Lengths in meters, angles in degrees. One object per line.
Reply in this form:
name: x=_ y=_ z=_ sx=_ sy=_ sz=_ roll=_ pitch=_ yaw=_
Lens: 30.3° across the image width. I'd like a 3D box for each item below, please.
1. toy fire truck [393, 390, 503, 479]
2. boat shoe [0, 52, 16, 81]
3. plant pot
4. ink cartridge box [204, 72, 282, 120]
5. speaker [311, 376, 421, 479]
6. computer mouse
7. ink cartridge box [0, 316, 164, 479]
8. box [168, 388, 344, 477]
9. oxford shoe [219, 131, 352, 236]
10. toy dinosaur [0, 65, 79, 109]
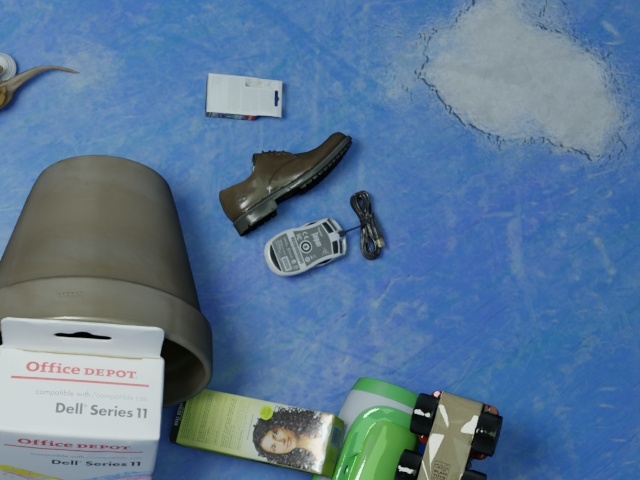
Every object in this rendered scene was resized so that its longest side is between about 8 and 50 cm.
toy fire truck: x=0.200 y=0.334 z=1.666 sx=0.158 sy=0.246 sz=0.217 roll=15 pitch=83 yaw=14
boat shoe: x=-0.533 y=-0.237 z=1.708 sx=0.184 sy=0.063 sz=0.066 roll=-11 pitch=81 yaw=-13
plant pot: x=-0.303 y=0.049 z=1.591 sx=0.323 sy=0.323 sz=0.280 roll=4 pitch=62 yaw=-10
ink cartridge box: x=-0.117 y=-0.217 z=1.804 sx=0.115 sy=0.029 sz=0.063 roll=4 pitch=77 yaw=-11
speaker: x=0.055 y=0.350 z=1.670 sx=0.131 sy=0.131 sz=0.296 roll=23 pitch=75 yaw=-6
computer mouse: x=0.000 y=0.000 z=1.777 sx=0.193 sy=0.042 sz=0.106 roll=-18 pitch=87 yaw=-20
ink cartridge box: x=-0.309 y=0.237 z=1.496 sx=0.207 sy=0.353 sz=0.119 roll=5 pitch=55 yaw=-10
box: x=-0.090 y=0.264 z=1.643 sx=0.232 sy=0.058 sz=0.087 roll=7 pitch=75 yaw=20
oxford shoe: x=-0.053 y=-0.108 z=1.767 sx=0.227 sy=0.083 sz=0.096 roll=-34 pitch=83 yaw=-17
toy dinosaur: x=-0.461 y=-0.218 z=1.711 sx=0.211 sy=0.112 sz=0.064 roll=-42 pitch=76 yaw=-10
